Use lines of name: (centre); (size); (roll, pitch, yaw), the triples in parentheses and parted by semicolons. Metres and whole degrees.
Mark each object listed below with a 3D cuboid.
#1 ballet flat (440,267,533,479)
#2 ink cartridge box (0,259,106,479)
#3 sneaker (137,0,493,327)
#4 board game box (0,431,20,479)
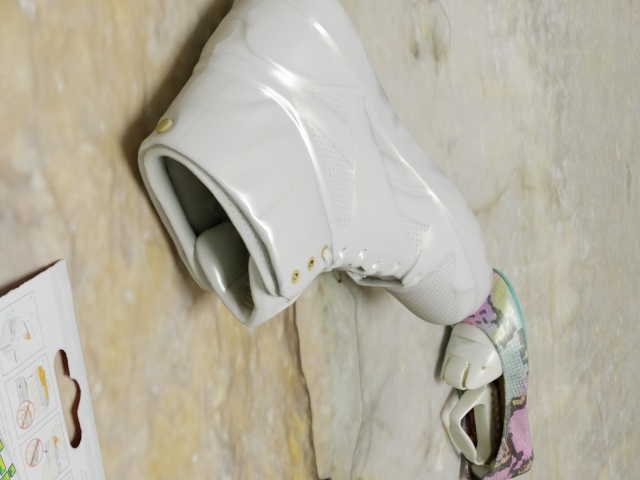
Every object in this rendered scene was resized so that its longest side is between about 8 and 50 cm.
ballet flat: (0.147, 0.135, 0.857); (0.079, 0.077, 0.221); (-25, 118, -29)
ink cartridge box: (-0.169, 0.102, 0.427); (0.179, 0.045, 0.145); (-48, 135, -65)
sneaker: (0.000, 0.000, 0.590); (0.292, 0.108, 0.169); (51, 56, -34)
board game box: (-0.164, 0.130, 0.290); (0.193, 0.053, 0.305); (-61, 145, -58)
